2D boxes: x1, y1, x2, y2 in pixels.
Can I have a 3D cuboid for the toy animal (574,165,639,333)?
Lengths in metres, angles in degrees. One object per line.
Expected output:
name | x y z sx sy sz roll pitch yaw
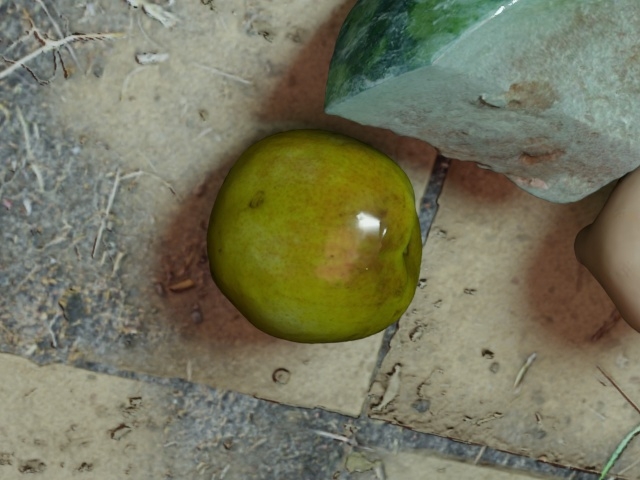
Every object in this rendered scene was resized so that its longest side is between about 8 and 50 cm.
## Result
toy animal | 0.370 -0.057 1.318 0.237 0.269 0.326 42 67 -24

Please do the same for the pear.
pear | 0.000 0.000 1.366 0.200 0.200 0.200 0 114 -1

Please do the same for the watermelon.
watermelon | 0.190 -0.152 1.292 0.387 0.228 0.258 -20 116 0
